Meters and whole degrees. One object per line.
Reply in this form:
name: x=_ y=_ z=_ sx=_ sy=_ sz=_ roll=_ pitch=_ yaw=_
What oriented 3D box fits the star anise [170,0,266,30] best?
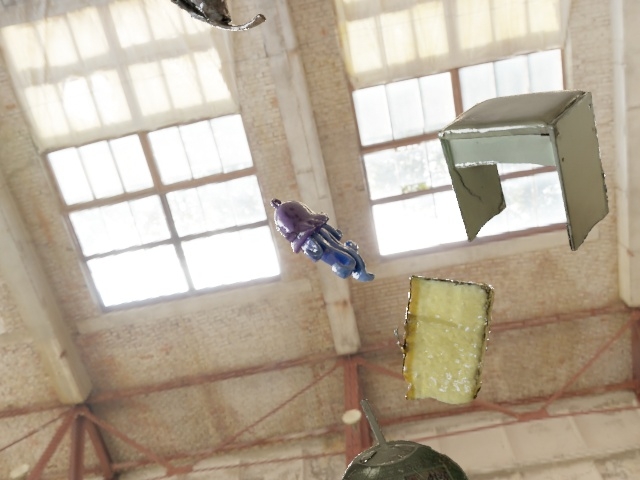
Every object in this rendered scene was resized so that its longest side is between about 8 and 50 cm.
star anise: x=-0.309 y=-0.666 z=1.543 sx=0.359 sy=0.316 sz=0.139 roll=9 pitch=-142 yaw=37

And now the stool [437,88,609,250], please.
stool: x=0.405 y=-0.140 z=1.253 sx=0.243 sy=0.270 sz=0.170 roll=5 pitch=-147 yaw=47

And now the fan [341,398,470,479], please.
fan: x=0.153 y=0.395 z=1.082 sx=0.223 sy=0.012 sz=0.294 roll=4 pitch=-149 yaw=13

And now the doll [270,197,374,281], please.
doll: x=0.000 y=0.000 z=0.990 sx=0.206 sy=0.067 sz=0.110 roll=40 pitch=-150 yaw=9

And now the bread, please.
bread: x=0.317 y=0.253 z=1.641 sx=0.248 sy=0.279 sz=0.315 roll=4 pitch=-110 yaw=17
